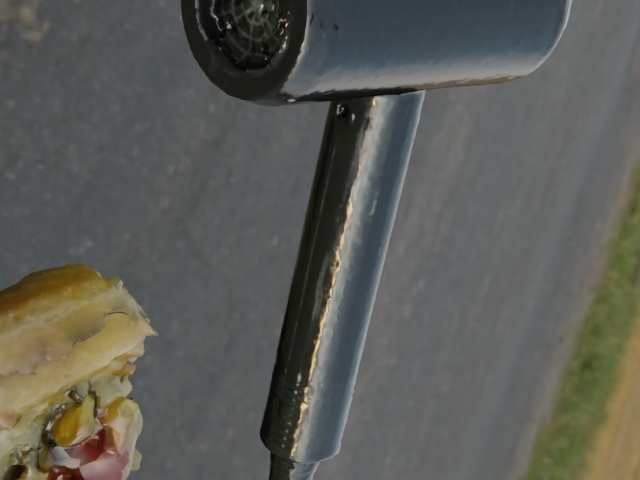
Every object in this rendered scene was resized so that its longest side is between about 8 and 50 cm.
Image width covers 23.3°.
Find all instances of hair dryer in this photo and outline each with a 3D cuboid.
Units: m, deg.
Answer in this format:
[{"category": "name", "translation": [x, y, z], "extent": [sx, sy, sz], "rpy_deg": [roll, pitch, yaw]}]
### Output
[{"category": "hair dryer", "translation": [0.000, 0.000, 0.557], "extent": [0.128, 0.070, 0.255], "rpy_deg": [-9, 120, -43]}]

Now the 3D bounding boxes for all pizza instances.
[{"category": "pizza", "translation": [-0.198, 0.157, 0.784], "extent": [0.251, 0.074, 0.287], "rpy_deg": [-21, 137, -25]}]
